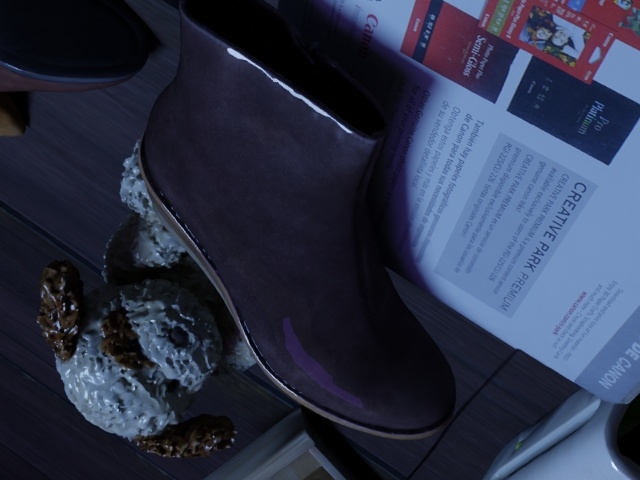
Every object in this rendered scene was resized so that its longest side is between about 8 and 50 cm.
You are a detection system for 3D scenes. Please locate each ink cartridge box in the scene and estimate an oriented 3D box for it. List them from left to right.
[{"bbox_3d":[0.120,-0.087,0.529,0.272,0.130,0.309,33,149,10],"label":"ink cartridge box"}]

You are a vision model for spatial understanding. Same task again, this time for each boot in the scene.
[{"bbox_3d":[-0.286,-0.133,0.889,0.264,0.096,0.280,-1,166,-11],"label":"boot"},{"bbox_3d":[0.000,0.000,0.552,0.248,0.090,0.207,41,152,5],"label":"boot"}]

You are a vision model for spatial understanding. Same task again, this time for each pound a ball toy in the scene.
[{"bbox_3d":[0.259,0.222,0.786,0.208,0.135,0.319,36,149,4],"label":"pound a ball toy"}]

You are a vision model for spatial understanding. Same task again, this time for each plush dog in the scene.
[{"bbox_3d":[-0.137,0.064,0.888,0.262,0.225,0.211,49,146,-18],"label":"plush dog"}]

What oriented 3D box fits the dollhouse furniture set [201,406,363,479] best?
[{"bbox_3d":[0.016,0.391,1.016,0.256,0.362,0.394,49,-173,-20],"label":"dollhouse furniture set"}]
